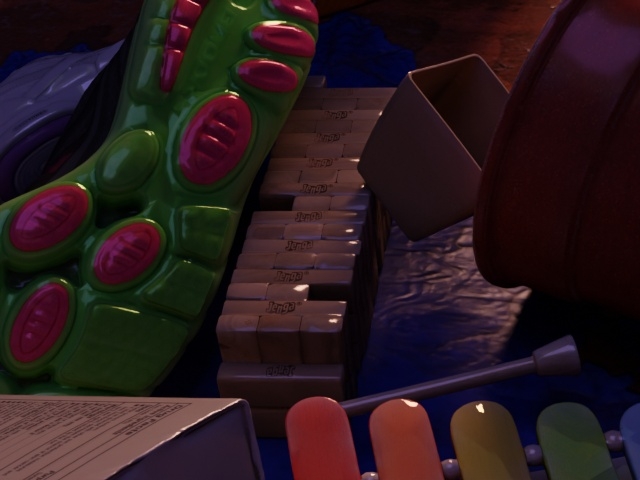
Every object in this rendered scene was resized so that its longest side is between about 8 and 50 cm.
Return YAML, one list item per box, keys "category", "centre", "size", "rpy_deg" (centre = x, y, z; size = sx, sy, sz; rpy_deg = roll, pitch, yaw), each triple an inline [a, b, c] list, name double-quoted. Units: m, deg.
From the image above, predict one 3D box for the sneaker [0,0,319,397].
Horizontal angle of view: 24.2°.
- category: "sneaker"
  centre: [-0.150, -0.009, 1.144]
  size: [0.185, 0.202, 0.483]
  rpy_deg: [34, 63, -1]

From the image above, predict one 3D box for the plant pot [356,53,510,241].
- category: "plant pot"
  centre: [0.093, -0.061, 1.111]
  size: [0.109, 0.096, 0.109]
  rpy_deg: [53, 35, 10]

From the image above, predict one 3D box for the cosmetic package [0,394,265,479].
- category: "cosmetic package"
  centre: [-0.184, 0.170, 0.845]
  size: [0.296, 0.129, 0.153]
  rpy_deg: [-4, 13, 38]

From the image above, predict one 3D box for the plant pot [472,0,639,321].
- category: "plant pot"
  centre: [0.289, -0.036, 1.026]
  size: [0.265, 0.272, 0.272]
  rpy_deg: [27, 50, 26]

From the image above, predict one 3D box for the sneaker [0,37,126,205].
- category: "sneaker"
  centre: [-0.193, -0.145, 1.343]
  size: [0.305, 0.114, 0.152]
  rpy_deg: [-30, 42, -25]

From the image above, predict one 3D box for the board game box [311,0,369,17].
- category: "board game box"
  centre: [0.006, -0.488, 1.541]
  size: [0.356, 0.356, 0.356]
  rpy_deg: [-20, 40, -14]

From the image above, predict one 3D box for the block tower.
- category: "block tower"
  centre: [0.000, 0.000, 1.149]
  size: [0.097, 0.091, 0.335]
  rpy_deg: [1, 40, 9]

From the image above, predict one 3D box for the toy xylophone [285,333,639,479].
- category: "toy xylophone"
  centre: [0.099, 0.155, 0.921]
  size: [0.322, 0.081, 0.236]
  rpy_deg: [-15, 49, -7]
